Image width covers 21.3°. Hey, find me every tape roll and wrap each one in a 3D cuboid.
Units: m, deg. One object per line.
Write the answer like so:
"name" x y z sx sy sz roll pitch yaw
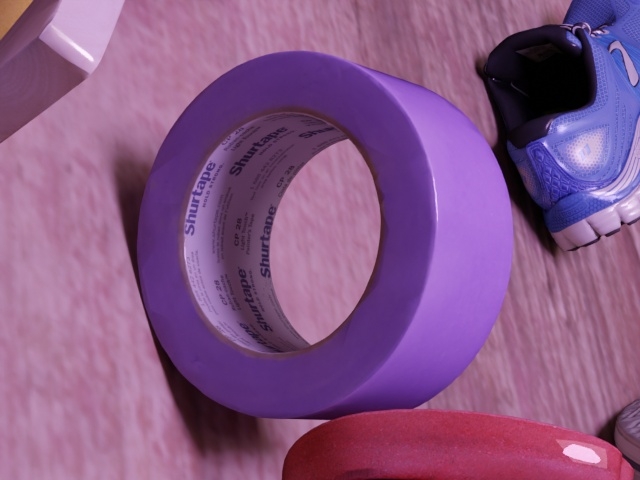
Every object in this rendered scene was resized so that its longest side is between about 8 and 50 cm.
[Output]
"tape roll" 0.000 0.000 0.891 0.080 0.189 0.189 11 56 -54

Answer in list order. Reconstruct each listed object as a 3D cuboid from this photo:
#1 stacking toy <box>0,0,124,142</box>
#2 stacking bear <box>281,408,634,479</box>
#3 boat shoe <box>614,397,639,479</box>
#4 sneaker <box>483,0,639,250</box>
"stacking toy" -0.156 -0.135 0.689 0.130 0.309 0.279 40 45 -18
"stacking bear" 0.037 0.239 0.781 0.164 0.175 0.289 15 54 -6
"boat shoe" 0.321 0.182 1.173 0.500 0.187 0.156 -82 149 -81
"sneaker" 0.224 -0.141 1.434 0.147 0.130 0.330 51 30 -22
